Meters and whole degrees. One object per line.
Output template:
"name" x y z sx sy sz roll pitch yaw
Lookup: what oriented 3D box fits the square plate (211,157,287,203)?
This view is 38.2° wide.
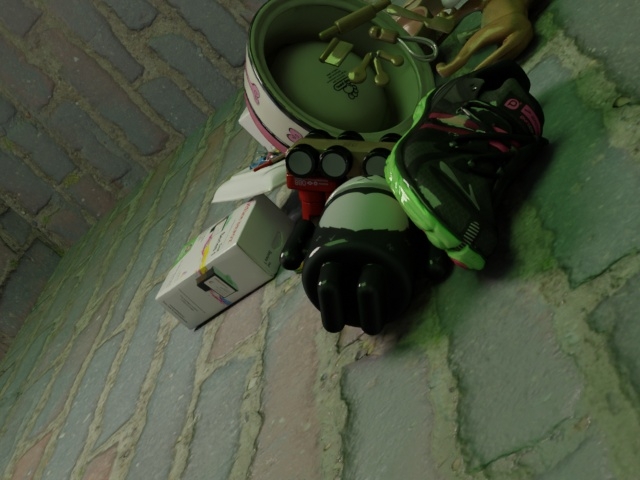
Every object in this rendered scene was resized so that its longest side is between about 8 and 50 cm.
"square plate" -0.053 -0.183 2.093 0.347 0.049 0.344 -29 11 -25

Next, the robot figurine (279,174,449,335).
"robot figurine" 0.068 0.017 1.406 0.173 0.209 0.278 -49 14 38

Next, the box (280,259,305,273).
"box" 0.000 0.000 1.803 0.179 0.043 0.105 -24 28 43

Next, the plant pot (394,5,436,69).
"plant pot" 0.191 -0.421 2.149 0.237 0.110 0.237 -39 24 21

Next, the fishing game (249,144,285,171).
"fishing game" -0.079 -0.209 2.036 0.189 0.041 0.264 -26 10 6

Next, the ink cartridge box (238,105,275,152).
"ink cartridge box" -0.046 -0.363 2.411 0.198 0.197 0.270 -33 23 36

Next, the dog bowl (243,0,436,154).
"dog bowl" 0.024 -0.318 1.905 0.408 0.408 0.150 -62 4 -39

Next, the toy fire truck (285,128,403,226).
"toy fire truck" 0.046 -0.057 1.661 0.217 0.246 0.158 5 25 16

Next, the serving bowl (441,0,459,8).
"serving bowl" 0.273 -0.513 1.883 0.083 0.027 0.083 -47 22 25

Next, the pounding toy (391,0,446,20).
"pounding toy" 0.276 -0.672 2.423 0.269 0.155 0.154 -50 23 -11

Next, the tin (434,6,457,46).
"tin" 0.269 -0.498 2.269 0.189 0.040 0.106 -47 14 -4

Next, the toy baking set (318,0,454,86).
"toy baking set" 0.124 -0.393 1.821 0.256 0.196 0.030 -32 -27 -8

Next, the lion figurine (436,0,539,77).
"lion figurine" 0.359 -0.435 1.834 0.240 0.142 0.392 -26 40 29

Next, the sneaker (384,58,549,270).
"sneaker" 0.230 -0.143 1.384 0.202 0.185 0.482 -36 23 32

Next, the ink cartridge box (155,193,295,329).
"ink cartridge box" -0.208 0.044 2.039 0.278 0.117 0.201 -33 23 33
